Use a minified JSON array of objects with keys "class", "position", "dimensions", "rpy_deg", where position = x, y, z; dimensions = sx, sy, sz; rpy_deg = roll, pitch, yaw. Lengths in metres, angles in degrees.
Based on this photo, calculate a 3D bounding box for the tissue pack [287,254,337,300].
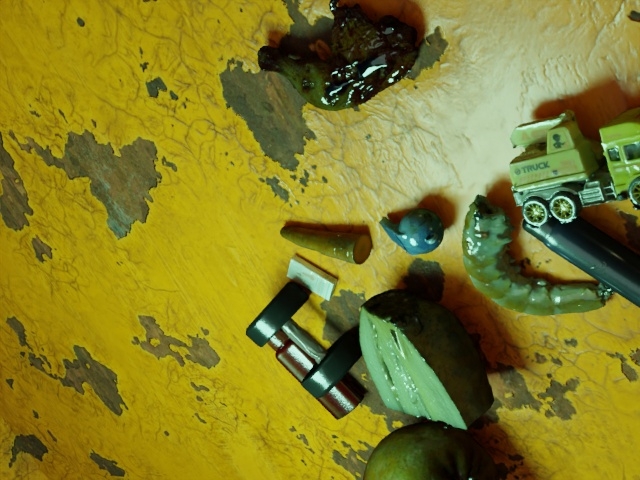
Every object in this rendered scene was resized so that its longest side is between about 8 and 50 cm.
[{"class":"tissue pack","position":[-0.018,0.077,2.022],"dimensions":[0.108,0.023,0.056],"rpy_deg":[31,137,14]}]

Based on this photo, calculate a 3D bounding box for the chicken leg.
[{"class":"chicken leg","position":[0.026,-0.306,1.646],"dimensions":[0.322,0.083,0.177],"rpy_deg":[-23,99,44]}]

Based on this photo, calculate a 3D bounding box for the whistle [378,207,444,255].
[{"class":"whistle","position":[0.175,-0.021,1.765],"dimensions":[0.090,0.090,0.158],"rpy_deg":[65,172,-22]}]

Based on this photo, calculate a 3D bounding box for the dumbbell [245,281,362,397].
[{"class":"dumbbell","position":[-0.033,0.209,2.046],"dimensions":[0.218,0.152,0.152],"rpy_deg":[43,138,1]}]

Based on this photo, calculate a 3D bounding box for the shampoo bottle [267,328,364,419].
[{"class":"shampoo bottle","position":[-0.024,0.283,2.164],"dimensions":[0.260,0.064,0.102],"rpy_deg":[45,139,-2]}]

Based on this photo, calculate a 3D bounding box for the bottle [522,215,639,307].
[{"class":"bottle","position":[0.444,0.017,1.583],"dimensions":[0.244,0.082,0.072],"rpy_deg":[34,111,7]}]

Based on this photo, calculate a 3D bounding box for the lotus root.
[{"class":"lotus root","position":[0.190,0.206,1.884],"dimensions":[0.267,0.149,0.260],"rpy_deg":[-1,120,59]}]

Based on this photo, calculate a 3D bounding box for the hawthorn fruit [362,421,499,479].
[{"class":"hawthorn fruit","position":[0.214,0.509,2.030],"dimensions":[0.301,0.268,0.267],"rpy_deg":[-8,118,52]}]

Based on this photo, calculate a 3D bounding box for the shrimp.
[{"class":"shrimp","position":[0.352,0.057,1.690],"dimensions":[0.287,0.068,0.185],"rpy_deg":[35,139,6]}]

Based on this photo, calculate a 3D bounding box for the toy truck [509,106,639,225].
[{"class":"toy truck","position":[0.408,-0.124,1.462],"dimensions":[0.272,0.124,0.157],"rpy_deg":[-10,107,45]}]

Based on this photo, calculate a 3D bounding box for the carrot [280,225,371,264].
[{"class":"carrot","position":[0.000,0.000,1.929],"dimensions":[0.210,0.061,0.061],"rpy_deg":[13,130,36]}]
